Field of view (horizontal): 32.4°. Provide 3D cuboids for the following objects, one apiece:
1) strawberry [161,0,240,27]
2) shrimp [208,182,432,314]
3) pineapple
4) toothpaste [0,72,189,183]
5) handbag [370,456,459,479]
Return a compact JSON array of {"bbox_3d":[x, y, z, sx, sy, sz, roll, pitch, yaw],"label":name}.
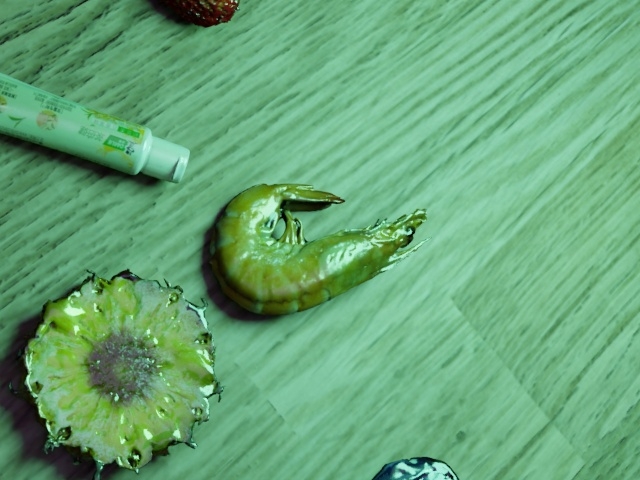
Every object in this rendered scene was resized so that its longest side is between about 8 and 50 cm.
[{"bbox_3d":[-0.131,-0.277,1.205,0.096,0.083,0.083,1,71,11],"label":"strawberry"},{"bbox_3d":[0.000,0.000,1.184,0.249,0.068,0.150,-9,73,-20],"label":"shrimp"},{"bbox_3d":[-0.195,0.131,1.071,0.221,0.047,0.221,6,71,-18],"label":"pineapple"},{"bbox_3d":[-0.285,-0.125,1.105,0.314,0.058,0.056,19,111,-13],"label":"toothpaste"},{"bbox_3d":[0.097,0.349,1.090,0.162,0.113,0.260,-25,84,-34],"label":"handbag"}]
